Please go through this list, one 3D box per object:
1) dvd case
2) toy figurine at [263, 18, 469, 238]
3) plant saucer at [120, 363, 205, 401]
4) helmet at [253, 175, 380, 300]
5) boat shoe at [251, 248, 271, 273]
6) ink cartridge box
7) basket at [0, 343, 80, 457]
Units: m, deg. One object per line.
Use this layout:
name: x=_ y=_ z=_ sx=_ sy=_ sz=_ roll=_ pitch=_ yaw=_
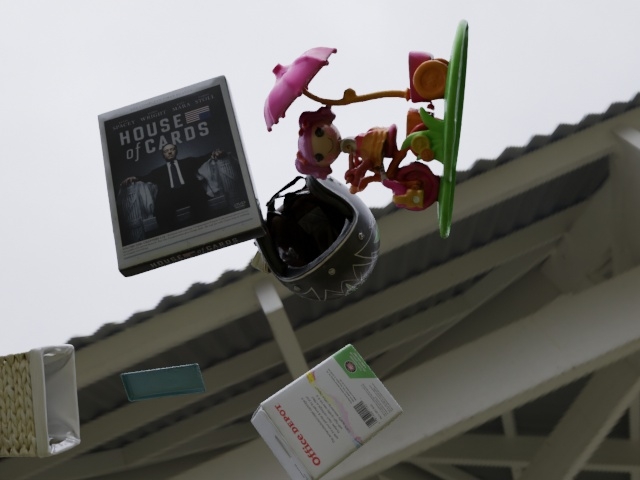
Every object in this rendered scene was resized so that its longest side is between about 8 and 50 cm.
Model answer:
dvd case: x=-0.178 y=-0.086 z=0.923 sx=0.180 sy=0.238 sz=0.029 roll=-17 pitch=-27 yaw=2
toy figurine: x=0.033 y=-0.093 z=0.605 sx=0.159 sy=0.130 sz=0.173 roll=5 pitch=-73 yaw=13
plant saucer: x=-0.338 y=0.304 z=1.598 sx=0.192 sy=0.018 sz=0.067 roll=-10 pitch=-77 yaw=20
helmet: x=0.000 y=0.000 z=0.983 sx=0.169 sy=0.161 sz=0.169 roll=-37 pitch=-9 yaw=-7
boat shoe: x=-0.094 y=0.013 z=1.444 sx=0.050 sy=0.045 sz=0.135 roll=-47 pitch=-13 yaw=-41
ink cartridge box: x=0.013 y=0.399 z=1.682 sx=0.278 sy=0.201 sz=0.117 roll=-29 pitch=-18 yaw=-32
basket: x=-0.453 y=0.252 z=1.163 sx=0.103 sy=0.113 sz=0.167 roll=-7 pitch=-97 yaw=7
